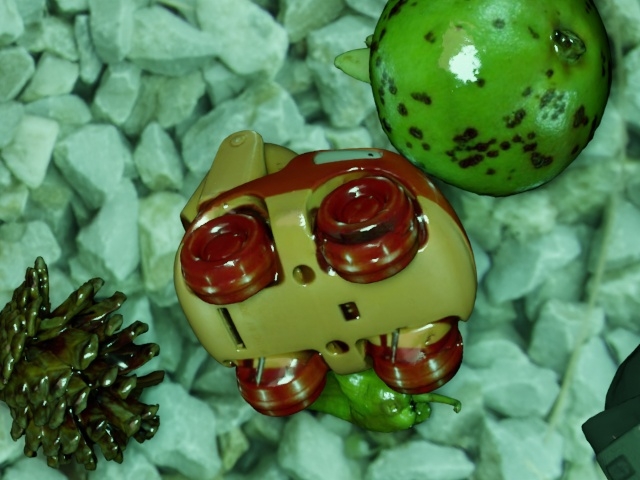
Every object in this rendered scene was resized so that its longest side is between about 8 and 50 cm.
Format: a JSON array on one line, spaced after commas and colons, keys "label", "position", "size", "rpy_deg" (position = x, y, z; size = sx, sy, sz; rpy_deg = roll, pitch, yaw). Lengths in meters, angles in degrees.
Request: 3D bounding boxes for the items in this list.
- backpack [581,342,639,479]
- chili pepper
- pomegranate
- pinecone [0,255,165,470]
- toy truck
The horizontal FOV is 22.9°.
[{"label": "backpack", "position": [0.409, 0.088, 1.120], "size": [0.363, 0.255, 0.445], "rpy_deg": [47, 114, 19]}, {"label": "chili pepper", "position": [0.042, 0.130, 1.364], "size": [0.204, 0.073, 0.072], "rpy_deg": [13, 122, 27]}, {"label": "pomegranate", "position": [0.125, -0.143, 1.316], "size": [0.263, 0.211, 0.211], "rpy_deg": [0, 80, 56]}, {"label": "pinecone", "position": [-0.226, 0.114, 1.420], "size": [0.195, 0.150, 0.179], "rpy_deg": [47, 137, 10]}, {"label": "toy truck", "position": [0.000, 0.000, 1.323], "size": [0.265, 0.189, 0.239], "rpy_deg": [-11, 38, 16]}]
